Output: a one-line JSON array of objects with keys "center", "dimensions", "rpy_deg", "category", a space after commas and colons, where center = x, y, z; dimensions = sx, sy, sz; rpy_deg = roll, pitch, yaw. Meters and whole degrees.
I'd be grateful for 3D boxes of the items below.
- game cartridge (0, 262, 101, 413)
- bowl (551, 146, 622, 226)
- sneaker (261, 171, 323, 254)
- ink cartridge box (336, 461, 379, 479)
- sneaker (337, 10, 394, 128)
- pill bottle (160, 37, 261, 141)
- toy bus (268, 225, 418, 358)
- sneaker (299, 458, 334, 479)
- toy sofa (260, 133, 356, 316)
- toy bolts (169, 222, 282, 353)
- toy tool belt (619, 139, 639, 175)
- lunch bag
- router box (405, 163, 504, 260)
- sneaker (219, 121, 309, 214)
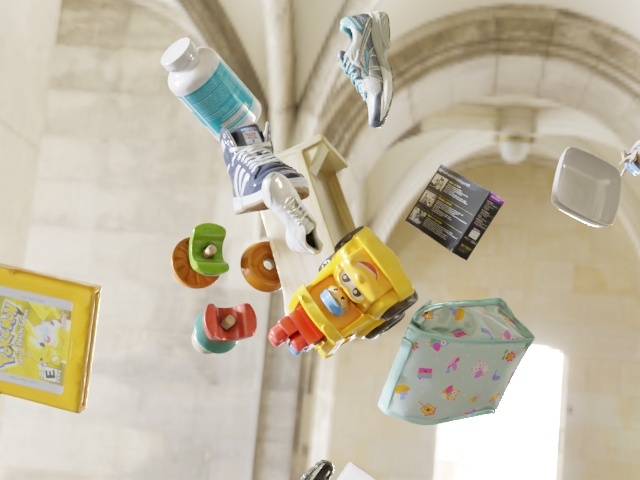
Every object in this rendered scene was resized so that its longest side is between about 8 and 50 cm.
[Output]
[{"center": [-0.641, 0.202, 2.344], "dimensions": [0.324, 0.285, 0.053], "rpy_deg": [11, 12, 10], "category": "game cartridge"}, {"center": [0.514, -0.099, 2.135], "dimensions": [0.142, 0.142, 0.053], "rpy_deg": [24, -26, -13], "category": "bowl"}, {"center": [-0.037, -0.040, 1.654], "dimensions": [0.061, 0.054, 0.152], "rpy_deg": [19, -36, 52], "category": "sneaker"}, {"center": [0.119, 0.468, 1.768], "dimensions": [0.172, 0.100, 0.237], "rpy_deg": [31, -11, 29], "category": "ink cartridge box"}, {"center": [0.098, -0.391, 2.523], "dimensions": [0.122, 0.282, 0.110], "rpy_deg": [-2, -15, -8], "category": "sneaker"}, {"center": [-0.275, -0.375, 2.692], "dimensions": [0.146, 0.146, 0.264], "rpy_deg": [-3, -40, 43], "category": "pill bottle"}, {"center": [0.021, 0.099, 1.700], "dimensions": [0.211, 0.149, 0.220], "rpy_deg": [-31, -11, -19], "category": "toy bus"}, {"center": [-0.033, 0.594, 2.255], "dimensions": [0.124, 0.283, 0.107], "rpy_deg": [33, -11, 1], "category": "sneaker"}, {"center": [0.000, 0.000, 2.065], "dimensions": [0.177, 0.362, 0.150], "rpy_deg": [-25, -26, 14], "category": "toy sofa"}, {"center": [-0.177, 0.106, 2.064], "dimensions": [0.218, 0.228, 0.158], "rpy_deg": [7, -23, -25], "category": "toy bolts"}, {"center": [0.434, -0.108, 1.488], "dimensions": [0.052, 0.051, 0.083], "rpy_deg": [49, 4, 6], "category": "toy tool belt"}, {"center": [0.245, 0.234, 2.122], "dimensions": [0.262, 0.223, 0.160], "rpy_deg": [-1, 37, -29], "category": "lunch bag"}, {"center": [0.250, -0.055, 2.056], "dimensions": [0.046, 0.133, 0.179], "rpy_deg": [29, 6, -33], "category": "router box"}, {"center": [-0.099, -0.129, 1.820], "dimensions": [0.099, 0.153, 0.282], "rpy_deg": [-9, 0, -18], "category": "sneaker"}]
